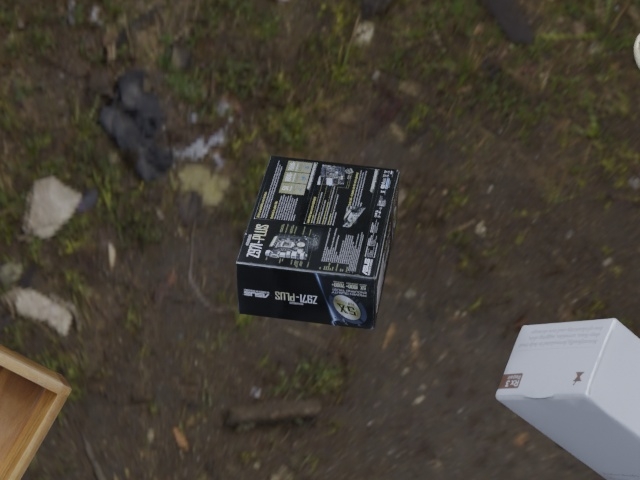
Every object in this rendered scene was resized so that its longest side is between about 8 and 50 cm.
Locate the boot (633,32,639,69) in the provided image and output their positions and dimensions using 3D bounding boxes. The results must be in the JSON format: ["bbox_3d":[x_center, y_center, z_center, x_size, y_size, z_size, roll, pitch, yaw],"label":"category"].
[{"bbox_3d":[0.355,-0.144,1.370,0.085,0.059,0.158,31,36,-35],"label":"boot"}]

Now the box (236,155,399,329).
[{"bbox_3d":[0.000,0.000,1.470,0.147,0.077,0.180,6,43,7],"label":"box"}]

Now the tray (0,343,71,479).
[{"bbox_3d":[-0.490,0.302,1.629,0.203,0.076,0.411,31,87,-23],"label":"tray"}]

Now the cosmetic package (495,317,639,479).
[{"bbox_3d":[0.282,0.162,1.240,0.231,0.117,0.085,39,63,-27],"label":"cosmetic package"}]
